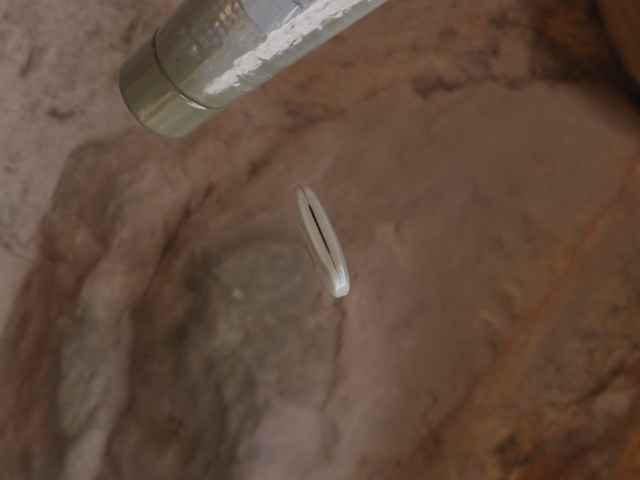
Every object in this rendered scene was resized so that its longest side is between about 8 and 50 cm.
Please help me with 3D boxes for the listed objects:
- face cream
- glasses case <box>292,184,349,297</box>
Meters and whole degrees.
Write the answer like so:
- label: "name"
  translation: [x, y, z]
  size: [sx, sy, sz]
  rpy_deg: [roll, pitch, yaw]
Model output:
- label: "face cream"
  translation: [-0.024, -0.191, 1.067]
  size: [0.137, 0.341, 0.084]
  rpy_deg: [39, 41, -22]
- label: "glasses case"
  translation: [0.000, 0.000, 0.938]
  size: [0.021, 0.083, 0.032]
  rpy_deg: [-20, 151, -6]
